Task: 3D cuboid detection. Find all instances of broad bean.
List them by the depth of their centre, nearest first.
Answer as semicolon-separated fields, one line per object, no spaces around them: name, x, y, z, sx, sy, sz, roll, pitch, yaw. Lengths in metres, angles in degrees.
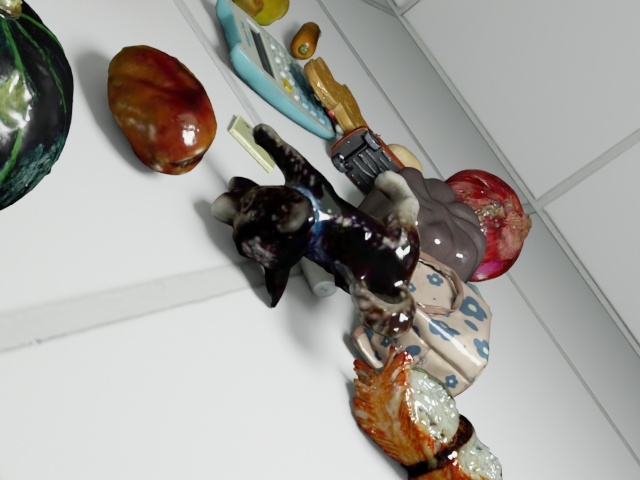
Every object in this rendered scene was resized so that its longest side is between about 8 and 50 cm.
broad bean;-0.238;-0.195;1.271;0.156;0.122;0.228;-8;54;-36

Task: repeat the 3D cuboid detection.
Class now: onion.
onion;0.369;-0.032;2.046;0.276;0.276;0.276;42;24;-24

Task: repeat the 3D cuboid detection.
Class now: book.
book;-0.123;-0.182;1.611;0.111;0.014;0.077;46;23;-17

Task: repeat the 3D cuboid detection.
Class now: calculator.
calculator;-0.088;-0.364;1.902;0.386;0.054;0.256;31;30;-44

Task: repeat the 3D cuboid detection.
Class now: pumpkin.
pumpkin;-0.370;-0.157;0.806;0.315;0.238;0.315;40;22;-20

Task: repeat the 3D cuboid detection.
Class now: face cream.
face cream;-0.013;0.016;1.483;0.072;0.051;0.182;27;33;-40

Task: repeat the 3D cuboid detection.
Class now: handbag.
handbag;0.171;0.150;1.482;0.193;0.190;0.251;42;26;-8

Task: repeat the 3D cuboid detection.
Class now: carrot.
carrot;-0.037;-0.507;2.197;0.067;0.067;0.225;47;21;-15

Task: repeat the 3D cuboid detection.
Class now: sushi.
sushi;0.173;0.309;1.319;0.332;0.124;0.130;50;33;-10

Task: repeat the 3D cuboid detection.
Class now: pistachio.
pistachio;-0.157;-0.564;2.013;0.110;0.100;0.189;39;23;30

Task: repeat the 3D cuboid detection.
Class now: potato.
potato;0.183;-0.177;2.089;0.147;0.112;0.112;40;25;-41

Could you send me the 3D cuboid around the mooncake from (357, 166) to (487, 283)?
mooncake;0.208;-0.016;1.785;0.306;0.154;0.306;30;29;-18

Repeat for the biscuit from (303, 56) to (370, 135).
biscuit;0.034;-0.322;2.000;0.216;0.047;0.339;63;15;15

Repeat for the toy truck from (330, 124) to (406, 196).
toy truck;0.136;-0.154;1.954;0.253;0.107;0.114;46;22;-19

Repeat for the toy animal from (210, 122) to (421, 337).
toy animal;0.000;0.000;1.309;0.344;0.194;0.303;18;38;-11

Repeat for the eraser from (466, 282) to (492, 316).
eraser;0.309;0.129;1.950;0.212;0.046;0.092;21;36;-51
